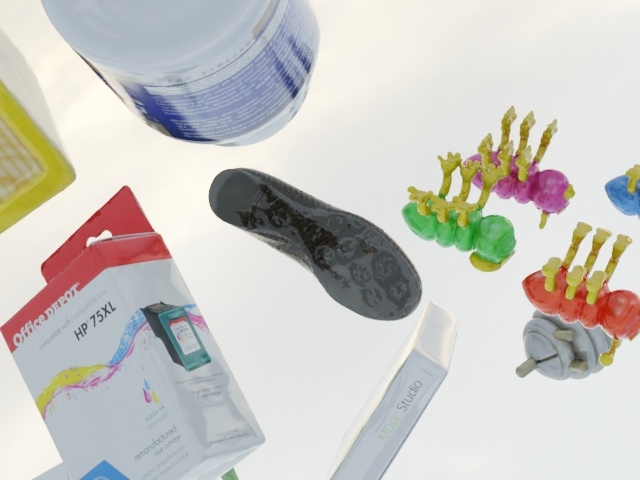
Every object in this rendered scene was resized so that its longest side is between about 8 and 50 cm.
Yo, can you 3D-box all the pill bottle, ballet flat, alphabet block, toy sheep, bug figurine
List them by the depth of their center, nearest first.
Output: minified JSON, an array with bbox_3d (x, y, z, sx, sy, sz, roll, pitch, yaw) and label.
[{"bbox_3d":[-0.059,-0.108,0.887,0.112,0.112,0.187,-40,165,-1],"label":"pill bottle"},{"bbox_3d":[0.183,-0.012,1.371,0.216,0.072,0.279,23,-149,18],"label":"bug figurine"},{"bbox_3d":[-0.344,-0.109,1.530,0.192,0.193,0.197,-35,-143,5],"label":"alphabet block"},{"bbox_3d":[0.230,0.087,1.676,0.132,0.091,0.091,-27,-166,-25],"label":"toy sheep"},{"bbox_3d":[0.000,0.000,1.734,0.250,0.058,0.084,29,-79,28],"label":"ballet flat"}]

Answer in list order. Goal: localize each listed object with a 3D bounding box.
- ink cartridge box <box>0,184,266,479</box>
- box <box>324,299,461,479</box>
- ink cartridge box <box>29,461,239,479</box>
[{"bbox_3d":[-0.154,0.088,1.387,0.134,0.231,0.078,-40,161,34],"label":"ink cartridge box"},{"bbox_3d":[0.090,0.211,2.324,0.232,0.058,0.322,-59,178,12],"label":"box"},{"bbox_3d":[-0.193,0.283,1.832,0.235,0.171,0.056,-30,157,11],"label":"ink cartridge box"}]
